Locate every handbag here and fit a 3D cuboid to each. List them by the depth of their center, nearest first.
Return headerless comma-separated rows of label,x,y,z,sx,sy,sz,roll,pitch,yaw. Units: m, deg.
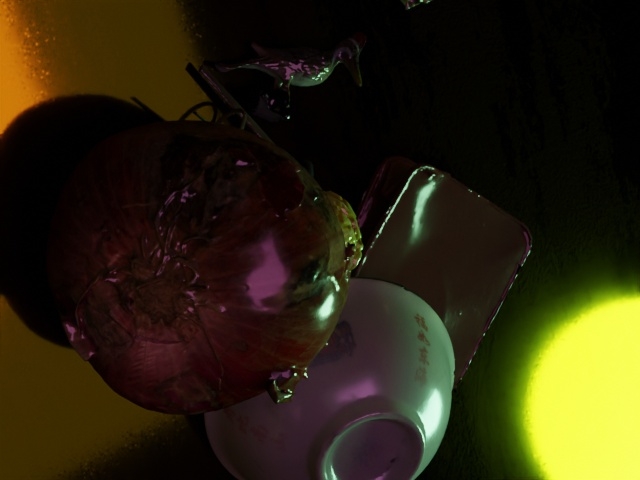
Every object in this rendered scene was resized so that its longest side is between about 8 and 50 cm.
handbag,0.137,0.051,1.810,0.260,0.084,0.275,30,86,-35

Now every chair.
chair,-0.090,-0.101,1.625,0.221,0.095,0.104,39,91,-32

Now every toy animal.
toy animal,-0.024,-0.213,1.659,0.202,0.070,0.105,-26,94,-20

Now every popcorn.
popcorn,0.000,0.000,1.689,0.106,0.116,0.120,26,82,-9

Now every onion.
onion,-0.135,0.036,1.486,0.354,0.354,0.353,-7,104,-30

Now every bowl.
bowl,0.038,0.230,1.681,0.346,0.157,0.345,-9,119,-16

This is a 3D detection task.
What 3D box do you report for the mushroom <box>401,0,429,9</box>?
mushroom,0.123,-0.396,1.652,0.267,0.164,0.189,-24,108,-22
